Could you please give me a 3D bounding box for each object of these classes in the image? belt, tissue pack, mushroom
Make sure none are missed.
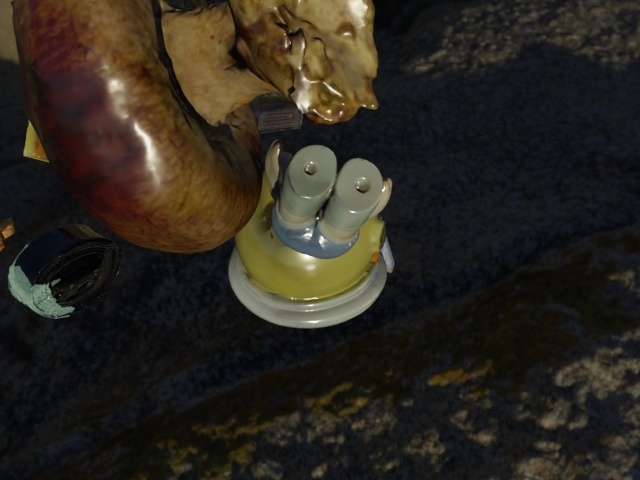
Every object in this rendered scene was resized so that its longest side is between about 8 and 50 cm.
[{"bbox_3d":[-0.447,0.055,1.365,0.078,0.151,0.198,28,35,28],"label":"belt"},{"bbox_3d":[-0.114,-0.233,1.382,0.109,0.060,0.148,27,27,28],"label":"tissue pack"},{"bbox_3d":[-0.132,-0.180,0.751,0.356,0.331,0.334,-39,3,17],"label":"mushroom"}]

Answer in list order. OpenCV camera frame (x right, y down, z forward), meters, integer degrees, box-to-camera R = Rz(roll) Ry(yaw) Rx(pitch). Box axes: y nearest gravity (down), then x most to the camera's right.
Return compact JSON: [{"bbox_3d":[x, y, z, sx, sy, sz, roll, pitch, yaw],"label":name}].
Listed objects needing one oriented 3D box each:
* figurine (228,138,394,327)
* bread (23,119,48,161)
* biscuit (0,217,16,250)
[{"bbox_3d":[-0.030,-0.008,0.937,0.225,0.382,0.205,12,76,10],"label":"figurine"},{"bbox_3d":[-0.361,-0.219,1.106,0.049,0.226,0.088,5,-5,44],"label":"bread"},{"bbox_3d":[-0.495,0.015,1.057,0.166,0.036,0.250,-23,16,-17],"label":"biscuit"}]
